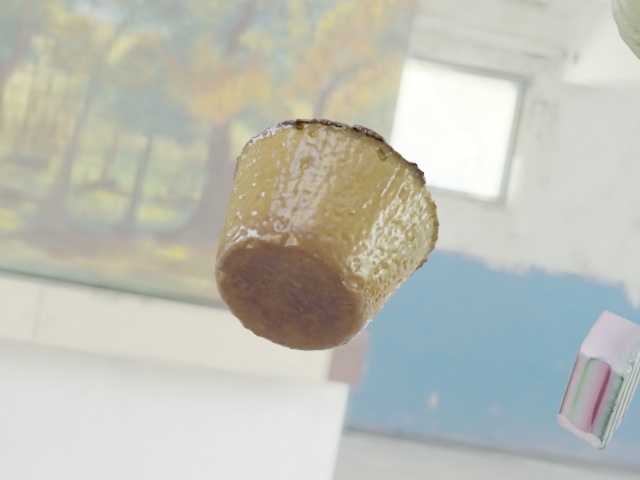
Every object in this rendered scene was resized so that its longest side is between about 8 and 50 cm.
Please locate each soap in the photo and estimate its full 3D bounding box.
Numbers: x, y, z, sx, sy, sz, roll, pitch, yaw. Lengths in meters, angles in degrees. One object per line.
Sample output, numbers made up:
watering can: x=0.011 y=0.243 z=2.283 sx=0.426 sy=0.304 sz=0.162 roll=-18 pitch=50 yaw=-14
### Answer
soap: x=0.280 y=0.139 z=1.801 sx=0.056 sy=0.149 sz=0.100 roll=28 pitch=49 yaw=17

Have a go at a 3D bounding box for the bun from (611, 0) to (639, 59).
bun: x=0.440 y=-0.323 z=2.255 sx=0.153 sy=0.244 sz=0.244 roll=15 pitch=1 yaw=9

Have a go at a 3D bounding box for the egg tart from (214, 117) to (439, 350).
egg tart: x=0.000 y=0.000 z=1.753 sx=0.215 sy=0.215 sz=0.171 roll=10 pitch=45 yaw=15
